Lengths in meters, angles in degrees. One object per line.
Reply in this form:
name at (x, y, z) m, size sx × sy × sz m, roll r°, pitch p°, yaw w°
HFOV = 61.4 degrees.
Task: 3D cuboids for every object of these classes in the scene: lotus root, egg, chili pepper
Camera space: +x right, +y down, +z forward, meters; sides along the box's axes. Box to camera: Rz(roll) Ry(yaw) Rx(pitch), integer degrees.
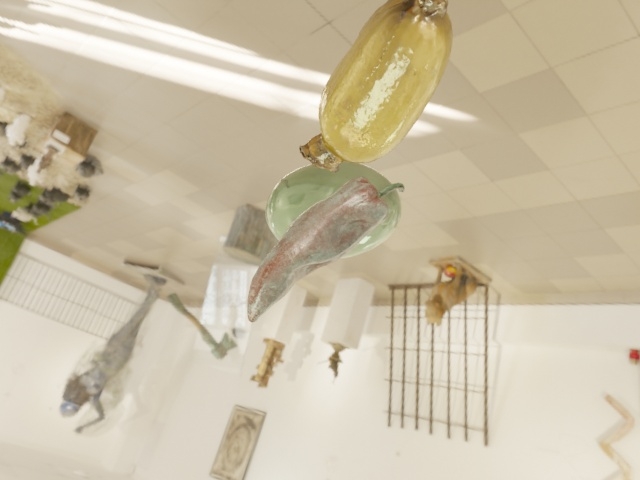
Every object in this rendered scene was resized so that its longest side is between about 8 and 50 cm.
lotus root at (0.085, -0.213, 0.761) m, size 0.130 × 0.146 × 0.303 m, roll 23°, pitch 127°, yaw -20°
egg at (0.026, -0.063, 1.115) m, size 0.282 × 0.203 × 0.203 m, roll 0°, pitch 157°, yaw 2°
chili pepper at (0.000, 0.000, 0.397) m, size 0.050 × 0.153 × 0.041 m, roll 54°, pitch 176°, yaw -33°
